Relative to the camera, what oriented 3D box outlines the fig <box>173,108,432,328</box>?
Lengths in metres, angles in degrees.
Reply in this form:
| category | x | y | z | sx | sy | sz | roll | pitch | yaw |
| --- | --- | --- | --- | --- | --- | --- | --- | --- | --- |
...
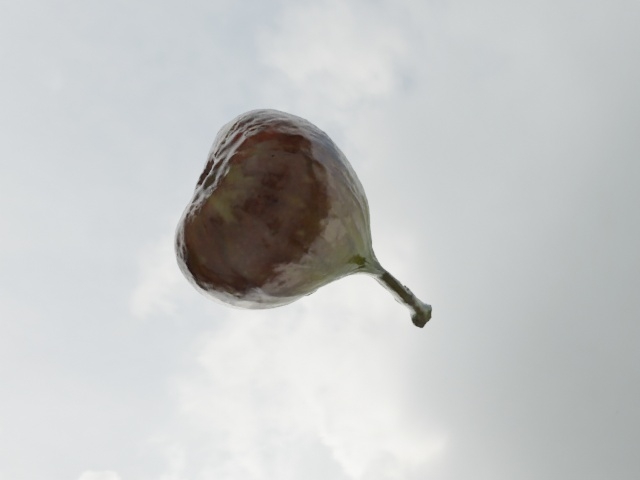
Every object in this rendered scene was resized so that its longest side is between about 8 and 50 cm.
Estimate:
| category | x | y | z | sx | sy | sz | roll | pitch | yaw |
| --- | --- | --- | --- | --- | --- | --- | --- | --- | --- |
| fig | -0.016 | -0.002 | 0.902 | 0.143 | 0.231 | 0.160 | -1 | -117 | 33 |
